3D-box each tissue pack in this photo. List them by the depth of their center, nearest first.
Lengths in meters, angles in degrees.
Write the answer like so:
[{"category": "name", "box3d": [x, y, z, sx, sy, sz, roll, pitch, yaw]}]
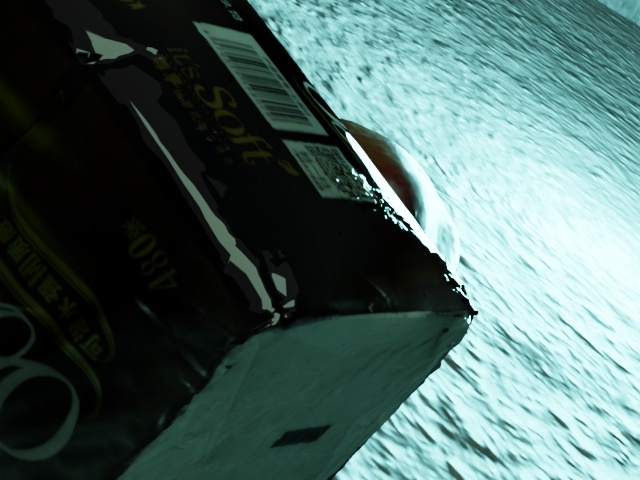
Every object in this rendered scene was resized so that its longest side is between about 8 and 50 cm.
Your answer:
[{"category": "tissue pack", "box3d": [-0.110, -0.038, 0.765, 0.370, 0.198, 0.210, 53, 20, 24]}]

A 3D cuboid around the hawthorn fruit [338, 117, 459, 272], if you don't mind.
[{"category": "hawthorn fruit", "box3d": [0.000, 0.000, 0.960, 0.169, 0.169, 0.188, 29, 23, -13]}]
